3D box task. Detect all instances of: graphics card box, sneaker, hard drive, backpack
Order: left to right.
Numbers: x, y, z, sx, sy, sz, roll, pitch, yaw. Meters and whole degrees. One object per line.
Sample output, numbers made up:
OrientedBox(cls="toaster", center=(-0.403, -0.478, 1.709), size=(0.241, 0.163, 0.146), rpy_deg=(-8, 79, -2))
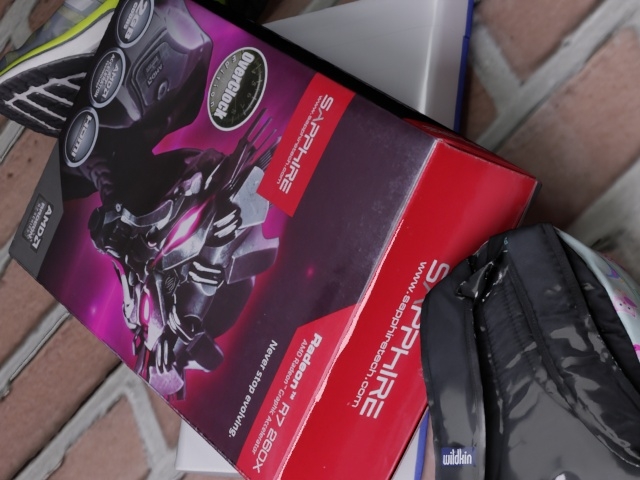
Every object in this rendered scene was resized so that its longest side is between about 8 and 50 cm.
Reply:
OrientedBox(cls="sneaker", center=(-0.154, -0.178, 1.331), size=(0.300, 0.111, 0.121), rpy_deg=(-28, 47, 33))
OrientedBox(cls="graphics card box", center=(-0.049, -0.013, 1.087), size=(0.371, 0.094, 0.232), rpy_deg=(37, 105, 49))
OrientedBox(cls="hard drive", center=(0.000, 0.000, 1.130), size=(0.210, 0.040, 0.318), rpy_deg=(-6, 73, 47))
OrientedBox(cls="backpack", center=(0.128, 0.085, 0.901), size=(0.152, 0.115, 0.182), rpy_deg=(-28, 60, 18))
